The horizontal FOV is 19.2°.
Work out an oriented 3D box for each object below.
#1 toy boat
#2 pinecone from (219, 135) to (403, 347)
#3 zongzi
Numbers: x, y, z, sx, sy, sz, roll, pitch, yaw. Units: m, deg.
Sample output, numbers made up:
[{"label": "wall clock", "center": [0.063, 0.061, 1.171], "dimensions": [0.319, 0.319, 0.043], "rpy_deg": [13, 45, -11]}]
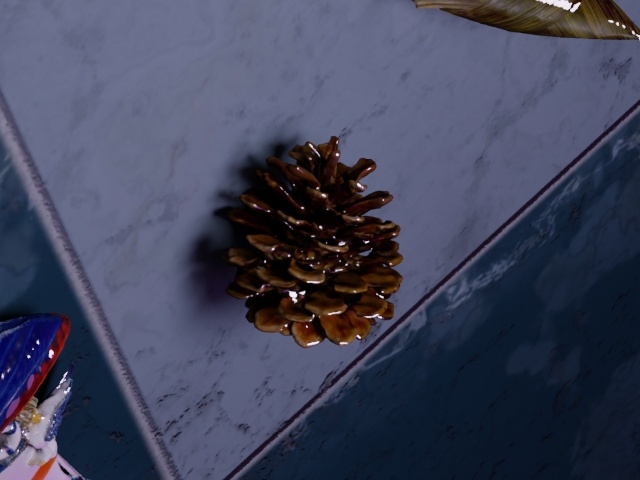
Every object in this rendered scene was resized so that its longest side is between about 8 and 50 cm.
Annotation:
[{"label": "toy boat", "center": [-0.280, 0.187, 1.543], "dimensions": [0.219, 0.072, 0.318], "rpy_deg": [-36, 151, -30]}, {"label": "pinecone", "center": [-0.004, -0.007, 1.617], "dimensions": [0.163, 0.163, 0.165], "rpy_deg": [-14, 120, -44]}, {"label": "zongzi", "center": [0.160, -0.212, 1.615], "dimensions": [0.187, 0.184, 0.084], "rpy_deg": [-6, 122, -48]}]
